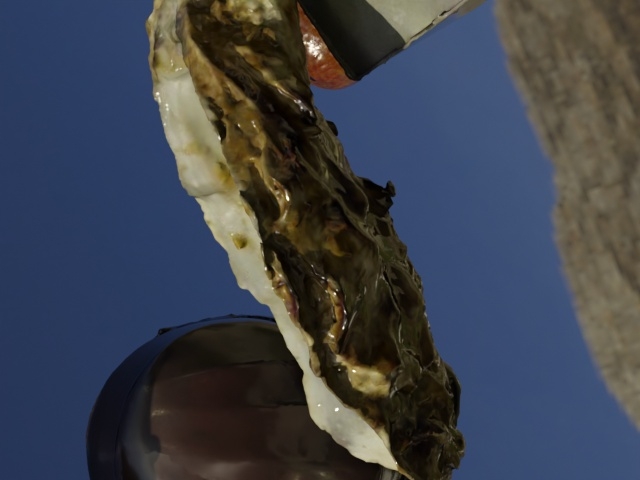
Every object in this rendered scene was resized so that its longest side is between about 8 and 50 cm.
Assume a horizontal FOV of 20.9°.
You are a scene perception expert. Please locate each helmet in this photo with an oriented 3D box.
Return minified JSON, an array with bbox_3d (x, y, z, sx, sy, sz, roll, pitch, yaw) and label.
[{"bbox_3d":[-0.049,0.170,1.404,0.177,0.305,0.225,64,-151,-84],"label":"helmet"}]

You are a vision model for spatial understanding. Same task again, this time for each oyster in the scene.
[{"bbox_3d":[0.001,-0.004,0.950,0.396,0.111,0.204,66,174,-20],"label":"oyster"}]

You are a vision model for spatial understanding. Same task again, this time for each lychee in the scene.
[{"bbox_3d":[-0.008,-0.170,1.473,0.114,0.140,0.101,39,-165,19],"label":"lychee"}]

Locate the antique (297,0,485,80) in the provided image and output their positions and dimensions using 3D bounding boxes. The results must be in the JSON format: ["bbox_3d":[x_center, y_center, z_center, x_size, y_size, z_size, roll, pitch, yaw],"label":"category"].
[{"bbox_3d":[0.062,-0.200,0.961,0.148,0.152,0.146,-33,-90,-42],"label":"antique"}]
